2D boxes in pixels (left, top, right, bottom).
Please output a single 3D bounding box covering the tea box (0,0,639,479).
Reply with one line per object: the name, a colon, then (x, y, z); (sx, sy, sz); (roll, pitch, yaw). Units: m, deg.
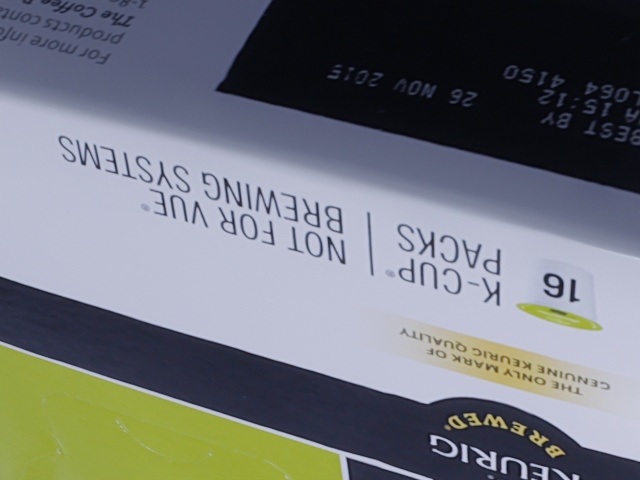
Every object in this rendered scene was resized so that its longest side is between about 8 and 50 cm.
tea box: (0.000, 0.000, 0.584); (0.329, 0.220, 0.323); (16, 141, 19)
